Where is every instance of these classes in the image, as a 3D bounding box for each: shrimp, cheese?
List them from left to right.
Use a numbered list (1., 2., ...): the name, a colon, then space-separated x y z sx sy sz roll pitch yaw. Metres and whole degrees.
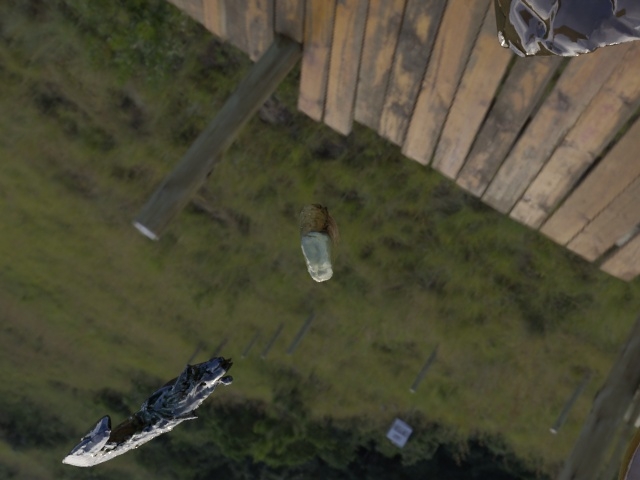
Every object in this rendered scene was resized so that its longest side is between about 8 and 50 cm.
1. shrimp: -0.187 0.188 0.768 0.051 0.217 0.150 58 -155 15
2. cheese: 0.000 0.000 0.555 0.083 0.030 0.044 -93 -6 -72

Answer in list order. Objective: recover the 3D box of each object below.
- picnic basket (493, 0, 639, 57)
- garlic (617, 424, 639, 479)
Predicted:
1. picnic basket: 0.305 -0.183 0.533 0.337 0.293 0.337 21 133 24
2. garlic: 0.311 0.337 0.754 0.196 0.338 0.151 31 -173 -15
